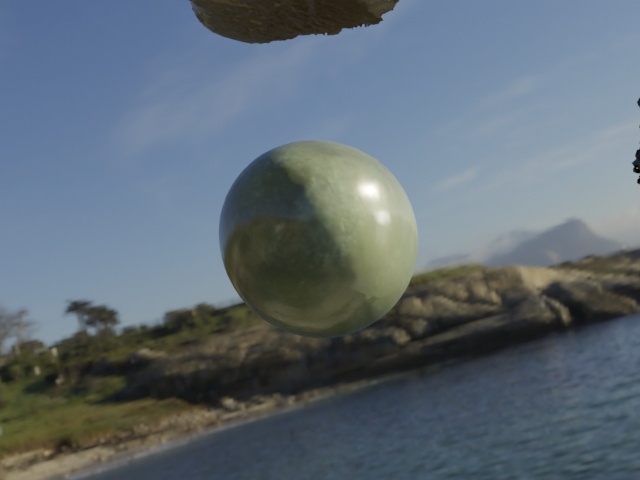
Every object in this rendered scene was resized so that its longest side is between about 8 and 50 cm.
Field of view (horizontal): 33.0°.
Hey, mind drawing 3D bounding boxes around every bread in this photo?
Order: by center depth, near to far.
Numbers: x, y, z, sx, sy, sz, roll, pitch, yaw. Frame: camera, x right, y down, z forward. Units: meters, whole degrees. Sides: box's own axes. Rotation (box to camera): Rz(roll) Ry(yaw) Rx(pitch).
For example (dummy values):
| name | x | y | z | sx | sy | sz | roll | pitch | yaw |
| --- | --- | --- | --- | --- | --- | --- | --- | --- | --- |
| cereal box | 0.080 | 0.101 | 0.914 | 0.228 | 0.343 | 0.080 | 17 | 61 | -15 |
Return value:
| name | x | y | z | sx | sy | sz | roll | pitch | yaw |
| --- | --- | --- | --- | --- | --- | --- | --- | --- | --- |
| bread | -0.061 | -0.306 | 1.222 | 0.183 | 0.102 | 0.337 | 21 | -12 | -36 |

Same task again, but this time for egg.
| name | x | y | z | sx | sy | sz | roll | pitch | yaw |
| --- | --- | --- | --- | --- | --- | --- | --- | --- | --- |
| egg | 0.000 | 0.000 | 1.433 | 0.258 | 0.259 | 0.352 | -17 | -12 | 15 |

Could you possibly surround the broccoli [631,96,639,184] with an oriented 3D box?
| name | x | y | z | sx | sy | sz | roll | pitch | yaw |
| --- | --- | --- | --- | --- | --- | --- | --- | --- | --- |
| broccoli | 0.351 | -0.047 | 0.638 | 0.252 | 0.361 | 0.221 | -44 | 16 | -30 |
